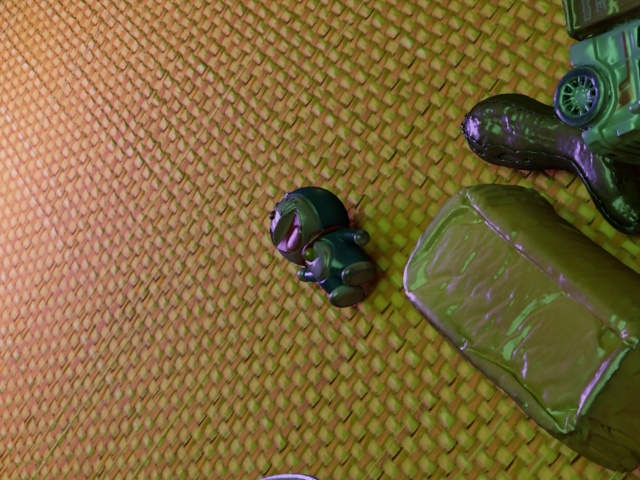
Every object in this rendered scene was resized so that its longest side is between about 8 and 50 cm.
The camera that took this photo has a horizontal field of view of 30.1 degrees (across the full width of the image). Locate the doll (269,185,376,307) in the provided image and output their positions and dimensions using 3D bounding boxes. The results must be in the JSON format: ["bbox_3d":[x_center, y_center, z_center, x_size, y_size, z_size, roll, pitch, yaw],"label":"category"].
[{"bbox_3d":[0.000,0.000,1.280,0.152,0.085,0.114,55,130,32],"label":"doll"}]

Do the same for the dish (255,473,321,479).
[{"bbox_3d":[-0.073,0.362,1.139,0.273,0.134,0.273,-29,15,9],"label":"dish"}]

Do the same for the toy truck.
[{"bbox_3d":[0.298,-0.211,1.008,0.184,0.133,0.339,-18,72,46],"label":"toy truck"}]

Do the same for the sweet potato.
[{"bbox_3d":[0.226,-0.083,1.116,0.233,0.062,0.081,35,110,43],"label":"sweet potato"}]

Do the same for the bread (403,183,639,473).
[{"bbox_3d":[0.198,0.064,1.027,0.153,0.119,0.288,-58,42,11],"label":"bread"}]
